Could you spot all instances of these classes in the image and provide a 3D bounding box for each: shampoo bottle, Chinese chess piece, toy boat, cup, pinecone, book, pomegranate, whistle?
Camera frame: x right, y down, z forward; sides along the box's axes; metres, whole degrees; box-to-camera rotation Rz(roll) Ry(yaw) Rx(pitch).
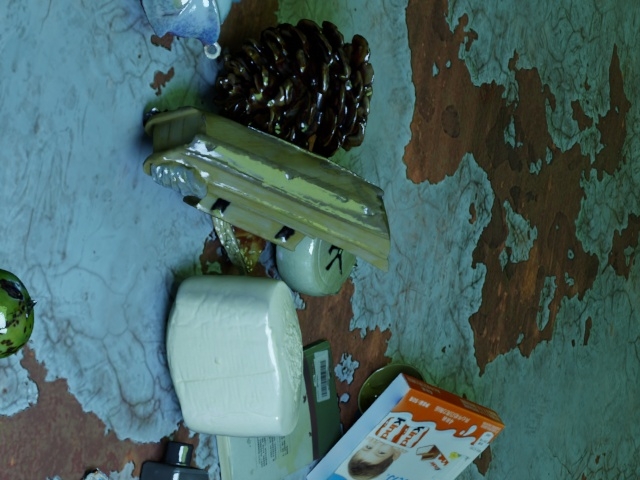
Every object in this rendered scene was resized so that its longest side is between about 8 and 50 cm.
[{"bbox_3d":[-0.230,0.424,1.952,0.080,0.079,0.246,18,79,-50],"label":"shampoo bottle"},{"bbox_3d":[0.000,0.000,2.166,0.188,0.083,0.188,-40,137,-50],"label":"Chinese chess piece"},{"bbox_3d":[-0.070,-0.061,1.972,0.445,0.162,0.136,22,39,-25],"label":"toy boat"},{"bbox_3d":[0.140,0.333,2.376,0.176,0.131,0.155,-39,131,-6],"label":"cup"},{"bbox_3d":[-0.034,-0.233,2.037,0.272,0.224,0.224,0,93,-39],"label":"pinecone"},{"bbox_3d":[-0.067,0.298,2.182,0.289,0.026,0.201,-18,106,-48],"label":"book"},{"bbox_3d":[-0.438,0.100,1.667,0.161,0.122,0.122,-19,112,-9],"label":"pomegranate"},{"bbox_3d":[-0.217,-0.423,1.882,0.142,0.134,0.346,-23,104,-4],"label":"whistle"}]

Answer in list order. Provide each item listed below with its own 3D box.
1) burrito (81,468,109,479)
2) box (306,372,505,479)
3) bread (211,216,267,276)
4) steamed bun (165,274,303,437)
[{"bbox_3d":[-0.296,0.409,1.875,0.051,0.042,0.171,-28,104,-2],"label":"burrito"},{"bbox_3d":[0.152,0.371,2.299,0.273,0.048,0.265,24,113,-41],"label":"box"},{"bbox_3d":[-0.132,-0.037,2.059,0.136,0.054,0.154,46,52,-41],"label":"bread"},{"bbox_3d":[-0.125,0.170,1.978,0.155,0.200,0.250,-35,123,-71],"label":"steamed bun"}]
